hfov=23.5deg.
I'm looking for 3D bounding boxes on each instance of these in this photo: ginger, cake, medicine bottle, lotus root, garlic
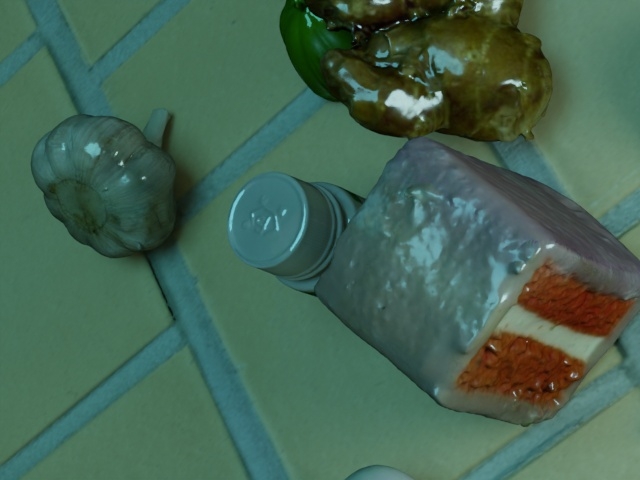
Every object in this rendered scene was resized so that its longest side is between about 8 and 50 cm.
[{"bbox_3d":[0.117,-0.267,1.849,0.274,0.152,0.357,-11,72,-8],"label":"ginger"},{"bbox_3d":[0.180,0.047,1.688,0.230,0.309,0.237,41,104,36],"label":"cake"},{"bbox_3d":[0.000,0.000,1.855,0.139,0.237,0.139,-9,74,33],"label":"medicine bottle"},{"bbox_3d":[0.015,-0.278,1.959,0.186,0.186,0.186,-9,73,31],"label":"lotus root"},{"bbox_3d":[-0.269,-0.101,2.125,0.219,0.218,0.212,6,40,34],"label":"garlic"}]

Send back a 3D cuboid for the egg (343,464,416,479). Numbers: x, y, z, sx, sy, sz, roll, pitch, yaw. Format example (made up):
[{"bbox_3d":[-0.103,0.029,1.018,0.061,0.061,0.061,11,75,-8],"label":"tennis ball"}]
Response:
[{"bbox_3d":[0.070,0.363,1.750,0.183,0.183,0.217,-25,63,26],"label":"egg"}]
